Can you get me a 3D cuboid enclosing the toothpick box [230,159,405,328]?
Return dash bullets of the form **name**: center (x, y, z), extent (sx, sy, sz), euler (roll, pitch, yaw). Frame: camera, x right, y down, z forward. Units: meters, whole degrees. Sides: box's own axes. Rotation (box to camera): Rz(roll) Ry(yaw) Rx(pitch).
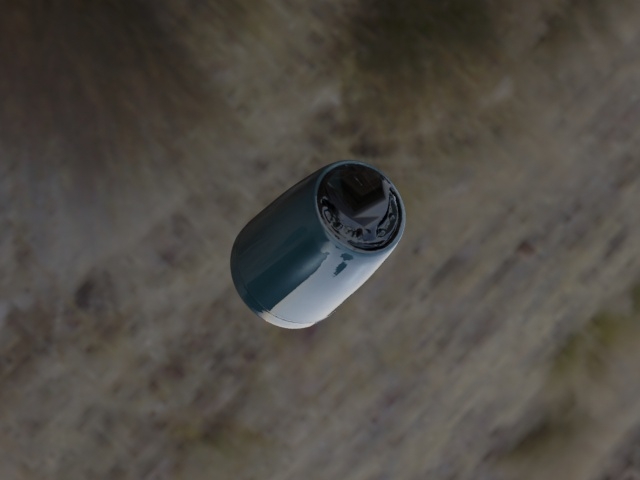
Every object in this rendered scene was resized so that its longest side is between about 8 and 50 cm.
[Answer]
- **toothpick box**: center (0.000, 0.000, 1.607), extent (0.120, 0.120, 0.184), euler (-40, 179, -34)
